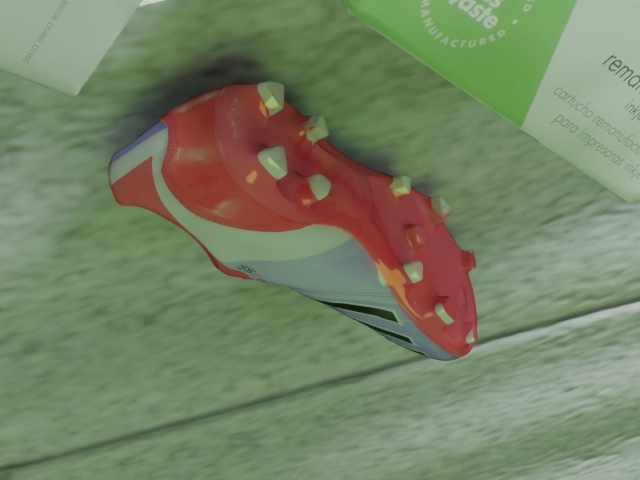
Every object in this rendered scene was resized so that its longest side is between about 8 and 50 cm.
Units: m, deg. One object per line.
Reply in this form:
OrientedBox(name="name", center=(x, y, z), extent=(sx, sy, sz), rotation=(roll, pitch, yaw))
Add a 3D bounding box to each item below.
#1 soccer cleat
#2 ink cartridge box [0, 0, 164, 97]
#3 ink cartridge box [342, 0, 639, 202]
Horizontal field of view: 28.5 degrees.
OrientedBox(name="soccer cleat", center=(0.000, 0.000, 0.651), extent=(0.095, 0.083, 0.248), rotation=(-16, 148, 29))
OrientedBox(name="ink cartridge box", center=(-0.118, -0.124, 0.447), extent=(0.143, 0.092, 0.090), rotation=(20, 123, -37))
OrientedBox(name="ink cartridge box", center=(0.176, -0.199, 0.482), extent=(0.207, 0.119, 0.353), rotation=(26, 119, -40))
